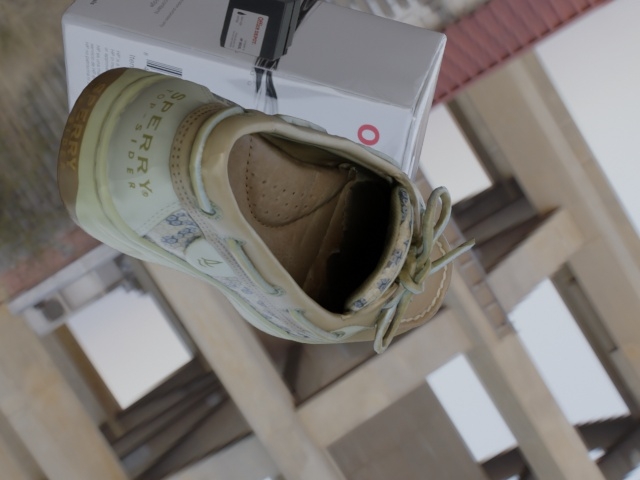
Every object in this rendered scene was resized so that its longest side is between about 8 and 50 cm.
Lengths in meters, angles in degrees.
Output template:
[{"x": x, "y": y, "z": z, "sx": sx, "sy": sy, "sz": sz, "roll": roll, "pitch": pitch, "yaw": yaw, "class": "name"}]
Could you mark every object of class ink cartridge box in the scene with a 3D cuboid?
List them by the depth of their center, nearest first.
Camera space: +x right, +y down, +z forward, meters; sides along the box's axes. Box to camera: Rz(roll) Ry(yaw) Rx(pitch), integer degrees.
[{"x": -0.078, "y": -0.134, "z": 1.279, "sx": 0.285, "sy": 0.395, "sz": 0.166, "roll": 98, "pitch": 12, "yaw": -45, "class": "ink cartridge box"}]

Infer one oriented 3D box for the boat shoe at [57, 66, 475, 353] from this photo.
[{"x": 0.000, "y": 0.000, "z": 0.541, "sx": 0.089, "sy": 0.105, "sz": 0.285, "roll": 11, "pitch": 175, "yaw": 36, "class": "boat shoe"}]
